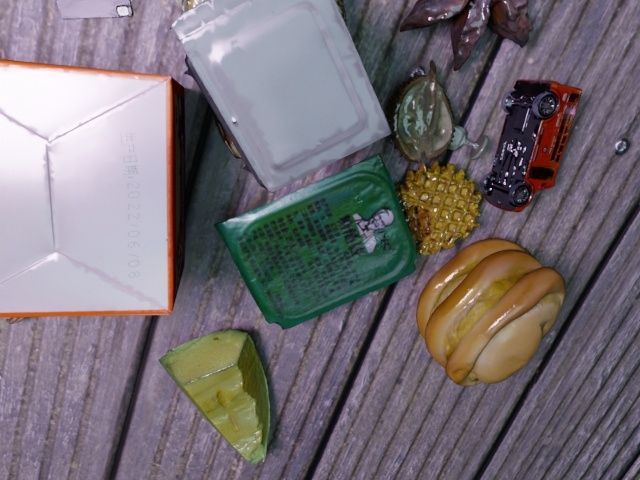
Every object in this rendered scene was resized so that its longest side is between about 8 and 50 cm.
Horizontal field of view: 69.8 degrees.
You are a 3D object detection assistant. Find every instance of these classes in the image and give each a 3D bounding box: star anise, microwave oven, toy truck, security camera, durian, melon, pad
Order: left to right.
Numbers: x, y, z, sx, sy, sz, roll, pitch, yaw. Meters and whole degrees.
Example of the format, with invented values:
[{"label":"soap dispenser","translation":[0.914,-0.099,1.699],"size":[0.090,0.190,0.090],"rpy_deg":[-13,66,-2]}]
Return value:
[{"label":"pad","translation":[-0.375,-0.458,0.725],"size":[0.116,0.004,0.193],"rpy_deg":[-7,112,-7]},{"label":"melon","translation":[-0.204,0.356,1.017],"size":[0.196,0.124,0.323],"rpy_deg":[-17,119,-1]},{"label":"microwave oven","translation":[-0.054,-0.221,0.611],"size":[0.181,0.295,0.237],"rpy_deg":[-25,115,6]},{"label":"durian","translation":[0.180,-0.240,0.861],"size":[0.148,0.091,0.188],"rpy_deg":[4,108,-24]},{"label":"security camera","translation":[0.281,-0.203,0.919],"size":[0.092,0.058,0.058],"rpy_deg":[26,106,-6]},{"label":"star anise","translation":[0.270,-0.460,0.773],"size":[0.332,0.117,0.331],"rpy_deg":[-1,108,-4]},{"label":"toy truck","translation":[0.417,-0.183,0.911],"size":[0.114,0.107,0.252],"rpy_deg":[1,110,-19]}]

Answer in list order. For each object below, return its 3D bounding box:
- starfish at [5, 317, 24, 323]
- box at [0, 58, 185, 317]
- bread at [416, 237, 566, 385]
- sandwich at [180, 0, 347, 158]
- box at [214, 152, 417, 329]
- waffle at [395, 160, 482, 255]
[{"label":"starfish","translation":[-0.573,0.050,0.872],"size":[0.227,0.043,0.240],"rpy_deg":[15,102,-12]},{"label":"box","translation":[-0.381,-0.086,0.720],"size":[0.319,0.257,0.348],"rpy_deg":[0,105,-14]},{"label":"bread","translation":[0.335,0.145,0.954],"size":[0.211,0.270,0.315],"rpy_deg":[34,109,-5]},{"label":"sandwich","translation":[-0.072,-0.302,0.789],"size":[0.271,0.099,0.301],"rpy_deg":[-14,116,1]},{"label":"box","translation":[0.000,0.000,0.917],"size":[0.337,0.106,0.264],"rpy_deg":[-24,114,0]},{"label":"waffle","translation":[0.236,-0.062,0.950],"size":[0.193,0.070,0.197],"rpy_deg":[37,101,-21]}]
